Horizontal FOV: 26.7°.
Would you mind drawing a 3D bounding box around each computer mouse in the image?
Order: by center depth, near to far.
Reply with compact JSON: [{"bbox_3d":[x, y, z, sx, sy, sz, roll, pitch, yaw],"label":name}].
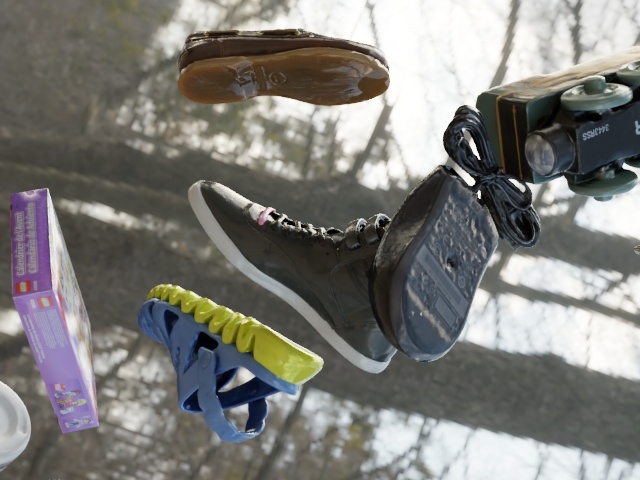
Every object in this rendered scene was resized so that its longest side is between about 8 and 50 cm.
[{"bbox_3d":[0.121,0.011,1.382,0.072,0.188,0.272,-4,-139,42],"label":"computer mouse"}]

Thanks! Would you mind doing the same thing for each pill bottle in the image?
[{"bbox_3d":[-0.367,0.212,1.323,0.169,0.094,0.094,-41,-151,31],"label":"pill bottle"}]

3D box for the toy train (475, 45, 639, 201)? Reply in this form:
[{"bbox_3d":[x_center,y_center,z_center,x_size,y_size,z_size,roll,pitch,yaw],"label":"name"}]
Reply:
[{"bbox_3d":[0.336,-0.150,1.535,0.190,0.334,0.142,20,-54,53],"label":"toy train"}]

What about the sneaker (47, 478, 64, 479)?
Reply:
[{"bbox_3d":[-0.231,0.303,1.229,0.075,0.057,0.161,-66,143,-68],"label":"sneaker"}]

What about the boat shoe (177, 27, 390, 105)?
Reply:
[{"bbox_3d":[-0.035,-0.177,1.308,0.073,0.207,0.073,90,3,-50],"label":"boat shoe"}]

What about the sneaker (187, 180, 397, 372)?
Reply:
[{"bbox_3d":[0.000,0.000,1.485,0.147,0.296,0.104,-49,-178,23],"label":"sneaker"}]

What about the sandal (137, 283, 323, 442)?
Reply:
[{"bbox_3d":[-0.137,0.145,1.616,0.317,0.126,0.138,19,-100,55],"label":"sandal"}]

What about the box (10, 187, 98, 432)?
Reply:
[{"bbox_3d":[-0.371,0.100,1.882,0.201,0.057,0.293,-105,-174,-45],"label":"box"}]

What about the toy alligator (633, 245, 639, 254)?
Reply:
[{"bbox_3d":[0.459,0.027,1.666,0.056,0.190,0.051,16,-100,57],"label":"toy alligator"}]
